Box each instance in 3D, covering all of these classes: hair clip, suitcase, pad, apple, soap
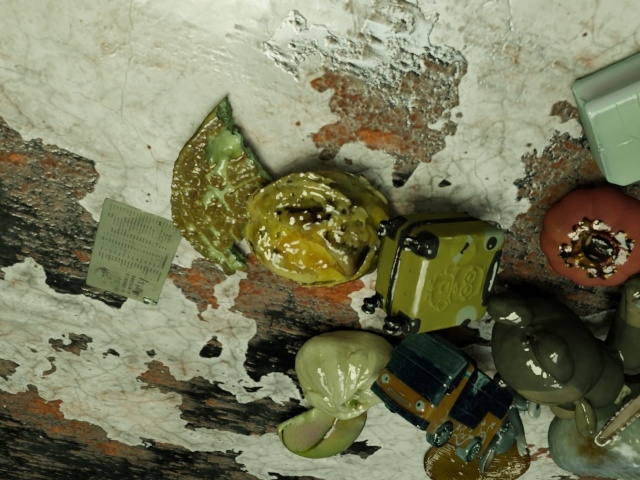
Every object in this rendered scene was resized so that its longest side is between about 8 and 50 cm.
[{"bbox_3d":[0.647,0.346,1.086,0.226,0.034,0.072,-40,150,-6],"label":"hair clip"},{"bbox_3d":[0.196,0.048,0.929,0.234,0.143,0.194,-4,114,-30],"label":"suitcase"},{"bbox_3d":[-0.388,0.036,1.081,0.159,0.009,0.265,21,129,-14],"label":"pad"},{"bbox_3d":[0.023,0.528,1.429,0.265,0.120,0.193,-34,133,31],"label":"apple"},{"bbox_3d":[0.539,-0.206,0.760,0.289,0.095,0.173,-23,127,21],"label":"soap"}]

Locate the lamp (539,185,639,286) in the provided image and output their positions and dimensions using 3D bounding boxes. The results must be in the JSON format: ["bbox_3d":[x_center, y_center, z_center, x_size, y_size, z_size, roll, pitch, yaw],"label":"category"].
[{"bbox_3d":[0.472,-0.002,0.902,0.182,0.140,0.182,14,121,24],"label":"lamp"}]

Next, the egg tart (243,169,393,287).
[{"bbox_3d":[0.000,0.000,0.935,0.297,0.132,0.297,-1,133,-1],"label":"egg tart"}]

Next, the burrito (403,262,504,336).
[{"bbox_3d":[0.257,0.116,1.087,0.082,0.059,0.275,29,127,-13],"label":"burrito"}]

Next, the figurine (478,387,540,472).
[{"bbox_3d":[0.447,0.427,1.282,0.140,0.193,0.265,-1,119,5],"label":"figurine"}]

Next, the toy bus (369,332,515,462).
[{"bbox_3d":[0.273,0.337,1.139,0.323,0.162,0.194,39,84,-42],"label":"toy bus"}]

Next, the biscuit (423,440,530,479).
[{"bbox_3d":[0.469,0.672,1.580,0.317,0.040,0.318,1,131,1],"label":"biscuit"}]

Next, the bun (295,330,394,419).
[{"bbox_3d":[0.059,0.315,1.207,0.259,0.160,0.259,3,132,4],"label":"bun"}]

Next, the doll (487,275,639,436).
[{"bbox_3d":[0.514,0.182,1.056,0.379,0.252,0.382,-49,130,1],"label":"doll"}]

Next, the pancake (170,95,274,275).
[{"bbox_3d":[-0.165,-0.080,0.941,0.197,0.054,0.377,4,133,-10],"label":"pancake"}]

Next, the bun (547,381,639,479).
[{"bbox_3d":[0.717,0.444,1.230,0.361,0.211,0.362,-4,156,-2],"label":"bun"}]

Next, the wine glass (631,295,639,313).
[{"bbox_3d":[0.631,0.023,0.865,0.156,0.232,0.156,23,174,3],"label":"wine glass"}]
